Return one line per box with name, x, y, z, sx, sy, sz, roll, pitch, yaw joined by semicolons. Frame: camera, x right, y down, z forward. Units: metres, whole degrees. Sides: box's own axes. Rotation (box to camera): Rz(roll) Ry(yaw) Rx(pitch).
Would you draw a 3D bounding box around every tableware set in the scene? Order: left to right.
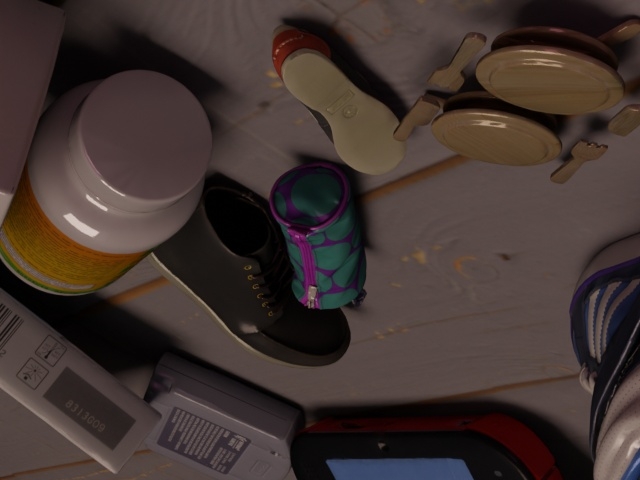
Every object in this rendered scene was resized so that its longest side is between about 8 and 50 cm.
tableware set;0.126;-0.093;0.959;0.128;0.039;0.194;15;164;-8

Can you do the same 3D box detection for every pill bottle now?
pill bottle;-0.171;-0.046;1.210;0.136;0.136;0.246;30;156;-14

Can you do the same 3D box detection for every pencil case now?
pencil case;0.000;0.000;1.232;0.064;0.070;0.151;17;155;16

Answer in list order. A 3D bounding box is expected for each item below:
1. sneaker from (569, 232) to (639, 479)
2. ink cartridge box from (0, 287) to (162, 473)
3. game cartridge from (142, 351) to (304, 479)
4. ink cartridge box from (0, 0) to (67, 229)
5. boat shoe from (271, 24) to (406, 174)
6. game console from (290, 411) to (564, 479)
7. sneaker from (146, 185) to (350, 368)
sneaker;0.223;0.120;1.064;0.130;0.236;0.323;25;156;-1
ink cartridge box;-0.349;0.128;1.801;0.308;0.091;0.385;39;172;-10
game cartridge;-0.122;0.225;1.851;0.196;0.060;0.294;28;157;-2
ink cartridge box;-0.304;-0.064;1.102;0.171;0.168;0.232;19;144;-15
boat shoe;0.013;-0.095;1.055;0.137;0.049;0.043;42;-167;-41
game console;0.144;0.338;1.631;0.386;0.060;0.342;-10;107;53
sneaker;-0.046;0.038;1.340;0.222;0.083;0.118;34;154;-21
